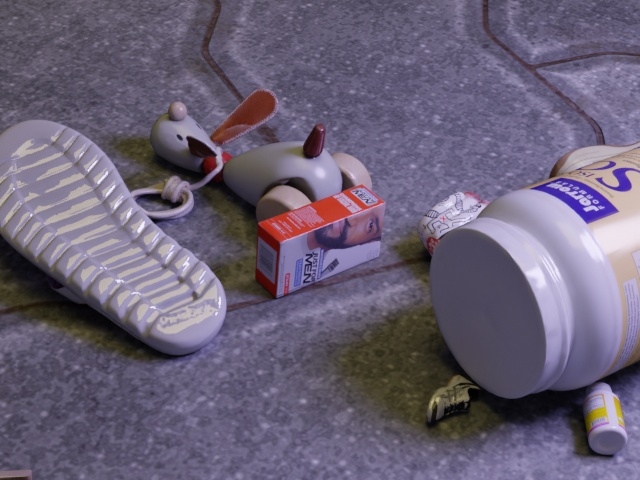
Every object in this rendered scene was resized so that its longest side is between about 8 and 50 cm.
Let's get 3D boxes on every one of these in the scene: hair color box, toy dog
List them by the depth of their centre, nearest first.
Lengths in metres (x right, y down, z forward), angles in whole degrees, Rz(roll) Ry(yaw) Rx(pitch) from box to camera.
[{"bbox_3d":[0.000,0.000,1.674,0.167,0.093,0.053,-23,45,-31],"label":"hair color box"},{"bbox_3d":[-0.094,-0.123,1.773,0.334,0.161,0.220,12,37,10],"label":"toy dog"}]

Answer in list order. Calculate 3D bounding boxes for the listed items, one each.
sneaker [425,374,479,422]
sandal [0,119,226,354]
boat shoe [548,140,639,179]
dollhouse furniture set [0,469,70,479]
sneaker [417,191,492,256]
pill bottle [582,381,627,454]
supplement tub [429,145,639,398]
[{"bbox_3d":[0.152,0.184,1.493,0.037,0.032,0.083,26,42,27],"label":"sneaker"},{"bbox_3d":[-0.285,0.010,1.638,0.169,0.102,0.416,-35,63,-22],"label":"sandal"},{"bbox_3d":[0.464,-0.088,1.844,0.285,0.104,0.089,-13,48,-16],"label":"boat shoe"},{"bbox_3d":[-0.251,0.308,1.206,0.144,0.123,0.151,-2,37,-8],"label":"dollhouse furniture set"},{"bbox_3d":[0.262,-0.023,1.735,0.270,0.090,0.145,-19,45,-24],"label":"sneaker"},{"bbox_3d":[0.321,0.200,1.479,0.043,0.043,0.083,4,36,0],"label":"pill bottle"},{"bbox_3d":[0.320,0.035,1.536,0.331,0.241,0.241,-19,42,-29],"label":"supplement tub"}]
